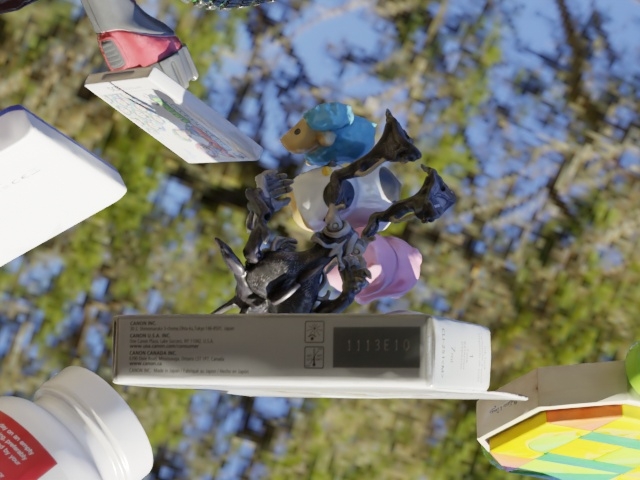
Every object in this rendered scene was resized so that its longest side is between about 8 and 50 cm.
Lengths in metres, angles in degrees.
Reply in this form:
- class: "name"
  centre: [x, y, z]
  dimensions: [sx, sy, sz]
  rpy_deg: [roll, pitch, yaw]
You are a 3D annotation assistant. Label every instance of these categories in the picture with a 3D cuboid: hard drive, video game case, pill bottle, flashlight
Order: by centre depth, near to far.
- class: "hard drive"
  centre: [-0.345, -0.044, 1.853]
  dimensions: [0.210, 0.318, 0.040]
  rpy_deg: [-29, -103, 5]
- class: "video game case"
  centre: [-0.156, -0.131, 1.863]
  dimensions: [0.143, 0.157, 0.019]
  rpy_deg: [1, -120, 55]
- class: "flashlight"
  centre: [-0.247, -0.310, 2.086]
  dimensions: [0.103, 0.304, 0.103]
  rpy_deg: [-22, -165, -1]
- class: "pill bottle"
  centre: [-0.409, 0.338, 2.148]
  dimensions: [0.407, 0.229, 0.229]
  rpy_deg: [-39, -163, -30]

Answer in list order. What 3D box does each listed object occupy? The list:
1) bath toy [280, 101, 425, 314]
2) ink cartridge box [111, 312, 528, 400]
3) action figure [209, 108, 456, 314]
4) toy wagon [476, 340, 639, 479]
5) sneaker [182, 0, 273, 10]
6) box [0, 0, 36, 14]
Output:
- class: "bath toy"
  centre: [0.059, 0.010, 2.115]
  dimensions: [0.129, 0.151, 0.348]
  rpy_deg: [123, -49, -62]
- class: "ink cartridge box"
  centre: [0.008, 0.096, 1.433]
  dimensions: [0.275, 0.239, 0.060]
  rpy_deg: [-1, -96, 24]
- class: "action figure"
  centre: [0.000, 0.000, 1.797]
  dimensions: [0.275, 0.164, 0.141]
  rpy_deg: [-37, -164, 6]
- class: "toy wagon"
  centre: [0.323, 0.177, 1.640]
  dimensions: [0.267, 0.344, 0.068]
  rpy_deg: [141, -43, -57]
- class: "sneaker"
  centre: [-0.058, -0.383, 2.259]
  dimensions: [0.134, 0.343, 0.146]
  rpy_deg: [-15, -88, 55]
- class: "box"
  centre: [-0.356, -0.374, 1.539]
  dimensions: [0.143, 0.191, 0.381]
  rpy_deg: [-17, -134, -1]
